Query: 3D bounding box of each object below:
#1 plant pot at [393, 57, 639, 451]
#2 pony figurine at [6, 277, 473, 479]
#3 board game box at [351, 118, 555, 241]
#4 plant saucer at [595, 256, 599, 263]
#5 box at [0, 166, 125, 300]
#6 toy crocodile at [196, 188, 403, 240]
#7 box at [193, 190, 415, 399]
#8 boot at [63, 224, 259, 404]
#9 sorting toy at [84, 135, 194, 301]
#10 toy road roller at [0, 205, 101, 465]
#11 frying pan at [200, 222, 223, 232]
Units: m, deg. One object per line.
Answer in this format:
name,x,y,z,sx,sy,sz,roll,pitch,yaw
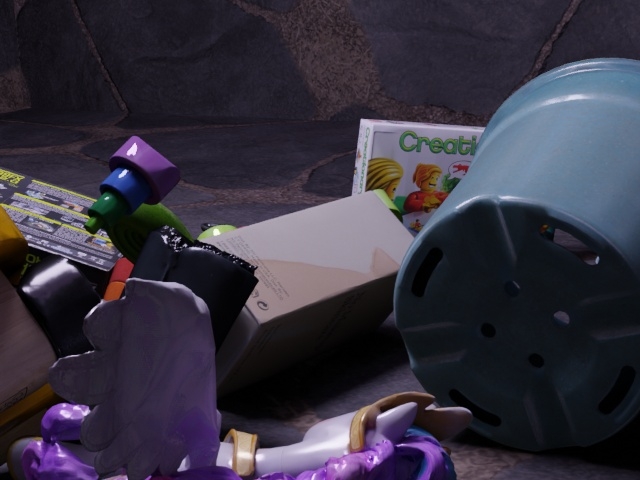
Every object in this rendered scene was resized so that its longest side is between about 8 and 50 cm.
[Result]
plant pot,0.253,0.022,1.219,0.341,0.341,0.334,5,23,27
pony figurine,-0.103,0.176,0.787,0.363,0.302,0.351,-14,0,19
board game box,0.196,-0.066,1.735,0.305,0.193,0.053,2,13,-18
plant saucer,0.470,0.045,1.642,0.195,0.037,0.195,-3,13,1
box,-0.369,-0.013,1.559,0.270,0.060,0.216,18,20,1
toy crocodile,-0.057,0.017,1.584,0.341,0.105,0.115,-12,53,-10
box,-0.030,0.056,1.375,0.311,0.148,0.121,-19,61,-48
boot,-0.191,0.087,1.196,0.246,0.207,0.094,11,-18,33
sorting toy,-0.216,0.040,1.315,0.127,0.365,0.126,33,60,12
toy road roller,-0.322,0.066,0.980,0.202,0.240,0.329,-32,-8,-28
frying pan,-0.090,0.032,1.758,0.326,0.053,0.197,6,16,30
